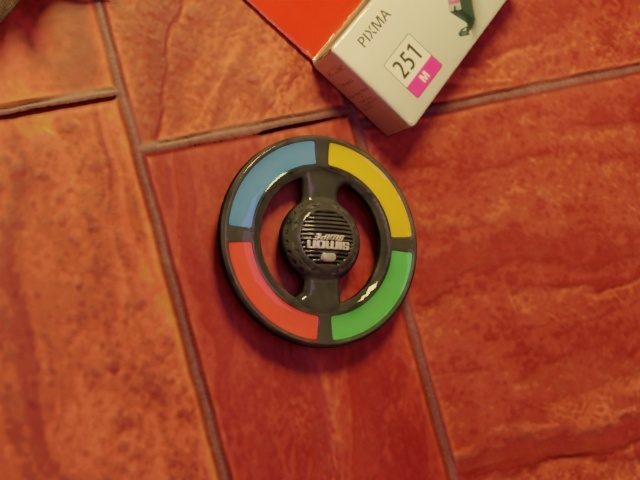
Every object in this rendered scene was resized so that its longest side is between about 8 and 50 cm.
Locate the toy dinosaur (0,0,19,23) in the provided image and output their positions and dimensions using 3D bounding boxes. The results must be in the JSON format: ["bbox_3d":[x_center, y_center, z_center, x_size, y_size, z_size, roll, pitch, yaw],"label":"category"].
[{"bbox_3d":[-0.337,-0.253,1.071,0.160,0.121,0.313,45,62,3],"label":"toy dinosaur"}]

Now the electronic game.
[{"bbox_3d":[0.000,0.000,1.219,0.229,0.048,0.229,4,79,-24],"label":"electronic game"}]

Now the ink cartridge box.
[{"bbox_3d":[0.079,-0.297,1.302,0.239,0.060,0.275,42,67,-14],"label":"ink cartridge box"}]
